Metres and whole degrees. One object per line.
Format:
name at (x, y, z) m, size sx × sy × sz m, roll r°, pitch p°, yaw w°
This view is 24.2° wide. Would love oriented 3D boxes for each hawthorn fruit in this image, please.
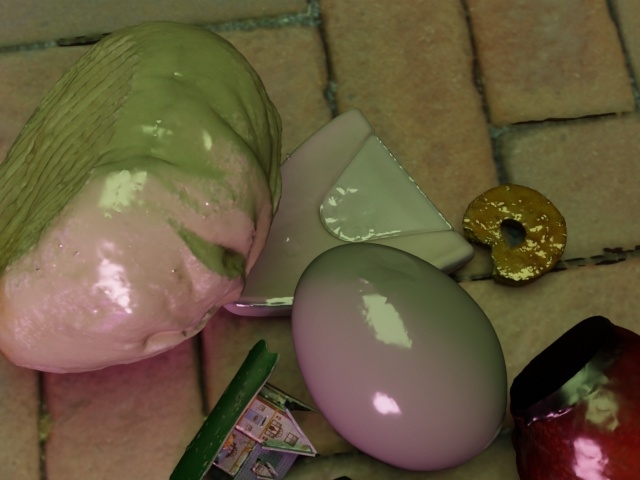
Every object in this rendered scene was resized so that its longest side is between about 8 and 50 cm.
hawthorn fruit at (0.290, 0.180, 1.367) m, size 0.251 × 0.189 × 0.189 m, roll 22°, pitch 67°, yaw -8°

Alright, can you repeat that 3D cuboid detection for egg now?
egg at (0.069, 0.103, 1.375) m, size 0.176 × 0.176 × 0.232 m, roll -38°, pitch 102°, yaw -16°

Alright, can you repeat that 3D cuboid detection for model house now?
model house at (-0.058, 0.188, 1.386) m, size 0.088 × 0.117 × 0.167 m, roll 34°, pitch 87°, yaw -13°

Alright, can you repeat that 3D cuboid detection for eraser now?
eraser at (0.000, 0.000, 1.496) m, size 0.243 × 0.059 × 0.204 m, roll -31°, pitch 71°, yaw -16°

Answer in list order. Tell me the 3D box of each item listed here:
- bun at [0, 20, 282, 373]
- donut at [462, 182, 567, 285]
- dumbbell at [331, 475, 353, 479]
bun at (-0.169, -0.030, 1.387) m, size 0.219 × 0.365 × 0.365 m, roll 34°, pitch 65°, yaw -24°
donut at (0.198, -0.003, 1.512) m, size 0.097 × 0.043 × 0.108 m, roll -24°, pitch 68°, yaw -11°
dumbbell at (-0.044, 0.290, 1.346) m, size 0.191 × 0.100 × 0.100 m, roll -20°, pitch 68°, yaw -10°
